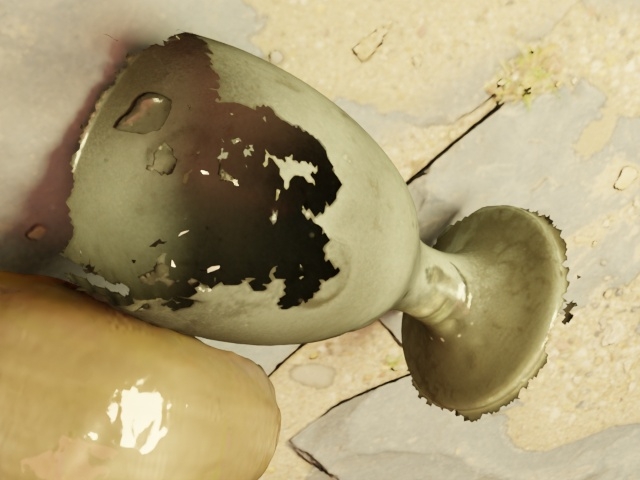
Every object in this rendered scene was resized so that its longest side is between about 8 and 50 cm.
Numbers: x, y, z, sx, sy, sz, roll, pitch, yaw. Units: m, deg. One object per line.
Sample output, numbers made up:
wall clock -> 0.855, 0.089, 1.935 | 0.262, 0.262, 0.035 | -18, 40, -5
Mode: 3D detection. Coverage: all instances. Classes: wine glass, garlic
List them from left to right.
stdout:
garlic -> -0.134, 0.109, 0.767 | 0.339, 0.196, 0.151 | 13, 94, -27
wine glass -> -0.001, 0.000, 0.736 | 0.357, 0.190, 0.190 | 23, 112, -36
